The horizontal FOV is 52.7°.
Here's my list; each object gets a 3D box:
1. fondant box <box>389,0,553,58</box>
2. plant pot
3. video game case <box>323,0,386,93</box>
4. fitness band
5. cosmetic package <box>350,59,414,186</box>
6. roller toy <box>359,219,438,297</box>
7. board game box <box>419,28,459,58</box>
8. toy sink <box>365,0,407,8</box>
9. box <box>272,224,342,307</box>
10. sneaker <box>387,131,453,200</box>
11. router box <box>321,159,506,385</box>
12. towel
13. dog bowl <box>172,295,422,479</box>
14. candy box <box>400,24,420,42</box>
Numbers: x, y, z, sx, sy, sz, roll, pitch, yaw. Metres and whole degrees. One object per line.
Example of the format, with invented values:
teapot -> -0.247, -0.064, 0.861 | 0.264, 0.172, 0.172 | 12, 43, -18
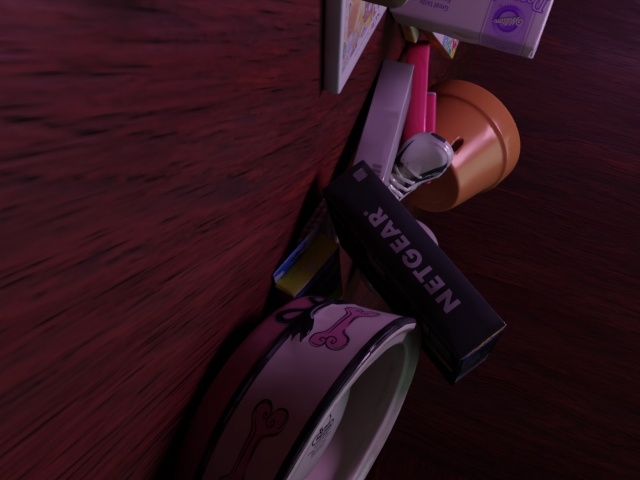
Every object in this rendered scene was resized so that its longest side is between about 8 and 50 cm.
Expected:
fondant box -> 0.273, -0.481, 1.005 | 0.096, 0.238, 0.331 | -28, 136, -74
plant pot -> 0.292, -0.203, 1.535 | 0.203, 0.290, 0.291 | -43, 155, -31
video game case -> 0.054, -0.326, 0.774 | 0.227, 0.026, 0.206 | 90, 22, -57
fitness band -> 0.203, -0.258, 1.314 | 0.209, 0.054, 0.291 | 37, 55, -75
cosmetic package -> 0.105, -0.182, 1.105 | 0.099, 0.060, 0.239 | 80, 24, -63
roller toy -> 0.194, 0.044, 1.599 | 0.146, 0.191, 0.209 | 88, -21, -58
board game box -> 0.236, -0.437, 1.226 | 0.259, 0.039, 0.124 | -2, 112, -66
toy sink -> 0.010, -0.240, 0.397 | 0.234, 0.152, 0.131 | -60, 165, -46
box -> -0.014, 0.068, 0.973 | 0.109, 0.042, 0.178 | -49, 157, -22
sneaker -> 0.131, -0.102, 1.180 | 0.235, 0.094, 0.153 | -12, -145, 53
router box -> 0.134, 0.057, 0.975 | 0.081, 0.309, 0.243 | -36, 160, -5
towel -> 0.000, 0.000, 1.047 | 0.197, 0.029, 0.144 | -59, 163, -45
dog bowl -> -0.028, 0.254, 0.859 | 0.408, 0.150, 0.408 | -46, 152, -34
candy box -> 0.193, -0.475, 1.172 | 0.105, 0.027, 0.206 | 2, 108, -79
